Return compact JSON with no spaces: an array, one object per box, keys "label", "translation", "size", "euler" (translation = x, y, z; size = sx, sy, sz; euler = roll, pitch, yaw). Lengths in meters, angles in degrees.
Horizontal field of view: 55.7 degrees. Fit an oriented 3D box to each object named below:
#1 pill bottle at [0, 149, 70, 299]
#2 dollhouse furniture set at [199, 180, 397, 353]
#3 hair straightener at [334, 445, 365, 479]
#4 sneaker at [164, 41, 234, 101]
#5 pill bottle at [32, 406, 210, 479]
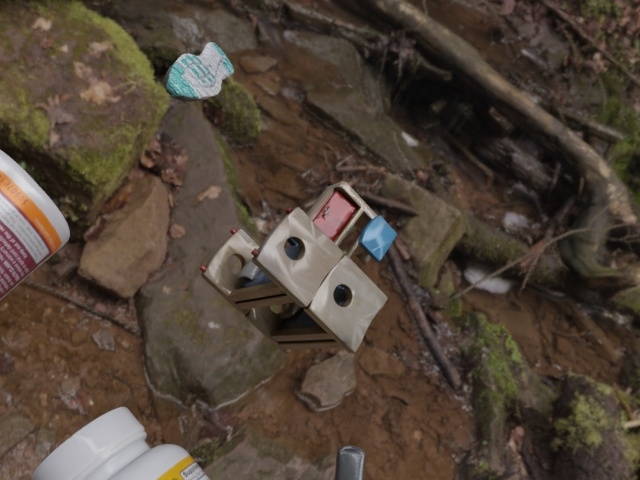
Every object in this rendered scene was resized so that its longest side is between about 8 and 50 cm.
[{"label":"pill bottle","translation":[-0.604,0.045,0.908],"size":[0.224,0.224,0.392],"euler":[37,61,8]},{"label":"dollhouse furniture set","translation":[0.000,0.000,0.606],"size":[0.129,0.129,0.183],"euler":[46,60,-18]},{"label":"hair straightener","translation":[0.026,0.384,0.792],"size":[0.047,0.089,0.230],"euler":[10,59,5]},{"label":"sneaker","translation":[-0.170,-0.205,0.795],"size":[0.065,0.076,0.166],"euler":[52,24,-14]},{"label":"pill bottle","translation":[-0.125,0.238,0.473],"size":[0.208,0.117,0.118],"euler":[47,45,11]}]
